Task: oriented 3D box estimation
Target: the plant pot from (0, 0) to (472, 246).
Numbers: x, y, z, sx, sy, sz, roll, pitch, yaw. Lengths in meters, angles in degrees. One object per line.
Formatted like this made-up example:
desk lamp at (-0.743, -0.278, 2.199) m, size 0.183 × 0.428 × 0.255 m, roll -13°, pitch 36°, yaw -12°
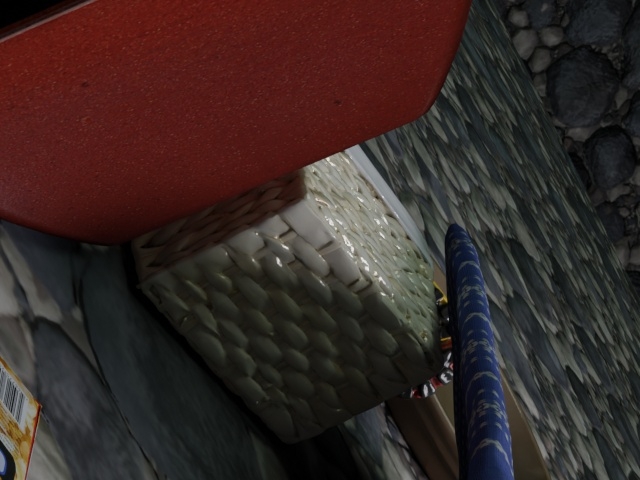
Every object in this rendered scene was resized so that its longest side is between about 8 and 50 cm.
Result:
plant pot at (-0.078, -0.150, 0.849) m, size 0.236 × 0.267 × 0.267 m, roll 64°, pitch 4°, yaw -61°

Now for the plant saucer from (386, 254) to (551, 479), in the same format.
plant saucer at (0.093, 0.109, 1.403) m, size 0.278 × 0.041 × 0.278 m, roll 57°, pitch 13°, yaw -21°

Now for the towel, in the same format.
towel at (0.078, 0.160, 1.018) m, size 0.336 × 0.040 × 0.243 m, roll -87°, pitch 174°, yaw -69°

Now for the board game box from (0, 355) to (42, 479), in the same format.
board game box at (-0.146, 0.056, 0.559) m, size 0.147 × 0.045 × 0.193 m, roll 56°, pitch 14°, yaw -23°

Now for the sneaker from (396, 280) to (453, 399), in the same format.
sneaker at (0.000, 0.000, 1.219) m, size 0.225 × 0.088 × 0.093 m, roll 59°, pitch -8°, yaw -9°

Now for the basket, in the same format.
basket at (-0.017, 0.012, 1.014) m, size 0.167 × 0.113 × 0.103 m, roll 50°, pitch 18°, yaw -40°
